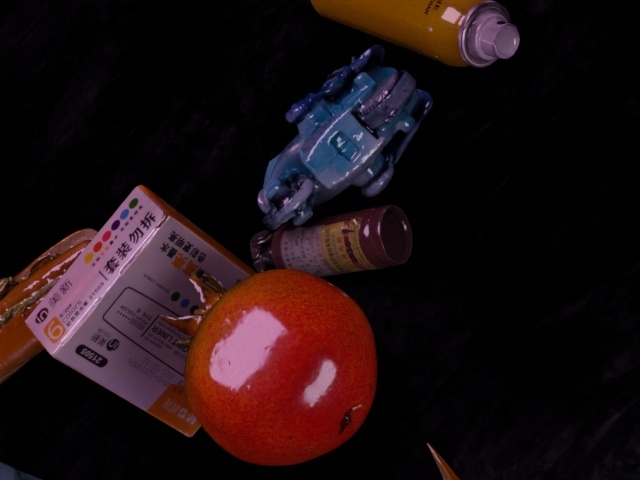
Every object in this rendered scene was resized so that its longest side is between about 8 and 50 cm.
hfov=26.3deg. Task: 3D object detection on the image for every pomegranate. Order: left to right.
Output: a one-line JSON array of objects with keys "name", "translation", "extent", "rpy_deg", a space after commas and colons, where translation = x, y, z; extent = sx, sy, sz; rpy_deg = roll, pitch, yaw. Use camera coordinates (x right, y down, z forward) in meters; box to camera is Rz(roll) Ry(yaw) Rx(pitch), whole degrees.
[{"name": "pomegranate", "translation": [-0.058, 0.132, 1.543], "extent": [0.256, 0.221, 0.221], "rpy_deg": [37, 87, 16]}]

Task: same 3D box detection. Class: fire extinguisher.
[{"name": "fire extinguisher", "translation": [0.000, 0.008, 1.717], "extent": [0.252, 0.106, 0.075], "rpy_deg": [-10, 94, 36]}]

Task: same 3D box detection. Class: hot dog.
[{"name": "hot dog", "translation": [-0.433, 0.108, 1.962], "extent": [0.337, 0.100, 0.135], "rpy_deg": [-36, 45, 13]}]

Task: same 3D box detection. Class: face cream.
[{"name": "face cream", "translation": [0.125, -0.300, 1.790], "extent": [0.105, 0.105, 0.348], "rpy_deg": [-54, 43, -5]}]

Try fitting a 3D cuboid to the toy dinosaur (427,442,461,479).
[{"name": "toy dinosaur", "translation": [0.133, 0.265, 1.443], "extent": [0.041, 0.026, 0.113], "rpy_deg": [-39, 53, 1]}]

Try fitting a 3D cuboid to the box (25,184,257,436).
[{"name": "box", "translation": [-0.186, 0.090, 1.652], "extent": [0.221, 0.274, 0.091], "rpy_deg": [-52, 46, 1]}]

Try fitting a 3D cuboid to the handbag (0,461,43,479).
[{"name": "handbag", "translation": [-0.508, 0.405, 1.815], "extent": [0.274, 0.100, 0.269], "rpy_deg": [11, 70, 42]}]

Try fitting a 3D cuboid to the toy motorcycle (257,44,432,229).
[{"name": "toy motorcycle", "translation": [0.017, -0.120, 1.717], "extent": [0.260, 0.154, 0.206], "rpy_deg": [-46, 12, 1]}]
